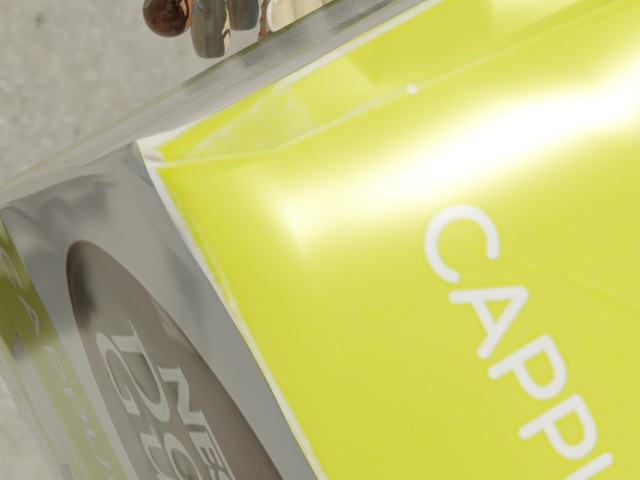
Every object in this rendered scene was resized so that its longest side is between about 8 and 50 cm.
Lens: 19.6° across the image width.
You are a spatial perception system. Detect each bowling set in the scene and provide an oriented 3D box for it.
[{"bbox_3d":[-0.087,-0.265,1.803,0.287,0.200,0.154,-65,154,-65],"label":"bowling set"}]

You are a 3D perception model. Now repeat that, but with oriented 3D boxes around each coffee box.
[{"bbox_3d":[0.122,0.057,0.559,0.338,0.338,0.334,63,-18,-7],"label":"coffee box"}]
